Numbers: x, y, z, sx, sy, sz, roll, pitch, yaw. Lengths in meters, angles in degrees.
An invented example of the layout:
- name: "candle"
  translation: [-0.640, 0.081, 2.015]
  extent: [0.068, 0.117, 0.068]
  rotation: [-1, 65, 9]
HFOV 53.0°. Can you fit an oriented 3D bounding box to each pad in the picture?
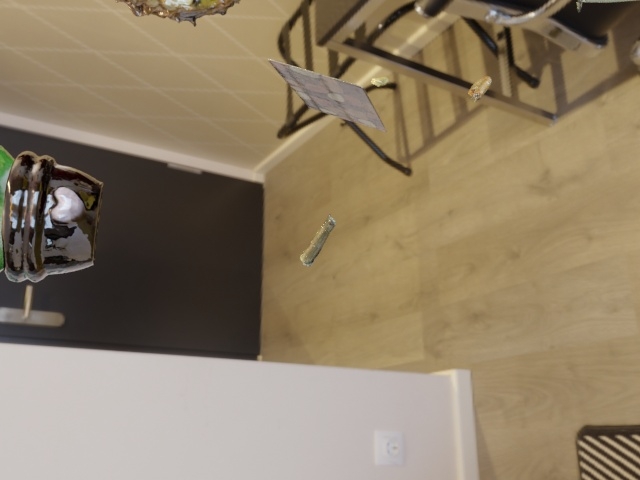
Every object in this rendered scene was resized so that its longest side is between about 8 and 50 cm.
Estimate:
- name: "pad"
  translation: [0.019, -0.231, 1.044]
  extent: [0.158, 0.235, 0.003]
  rotation: [21, 89, 16]

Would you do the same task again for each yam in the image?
- name: "yam"
  translation: [0.000, 0.000, 1.257]
  extent: [0.033, 0.027, 0.129]
  rotation: [56, 133, 23]

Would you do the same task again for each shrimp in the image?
- name: "shrimp"
  translation: [0.386, -0.369, 1.579]
  extent: [0.059, 0.023, 0.108]
  rotation: [-10, 35, 48]

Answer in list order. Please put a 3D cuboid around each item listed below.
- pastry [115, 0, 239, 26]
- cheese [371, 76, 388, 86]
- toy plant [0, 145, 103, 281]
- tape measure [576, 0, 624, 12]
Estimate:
- name: "pastry"
  translation: [-0.323, -0.601, 1.183]
  extent: [0.292, 0.405, 0.337]
  rotation: [-40, 51, -3]
- name: "cheese"
  translation: [0.215, -0.576, 2.324]
  extent: [0.044, 0.083, 0.030]
  rotation: [27, 120, 17]
- name: "toy plant"
  translation: [-0.425, -0.026, 0.871]
  extent: [0.175, 0.235, 0.218]
  rotation: [157, 118, -72]
- name: "tape measure"
  translation: [0.564, -0.453, 0.935]
  extent: [0.351, 0.098, 0.215]
  rotation: [6, 79, 23]
